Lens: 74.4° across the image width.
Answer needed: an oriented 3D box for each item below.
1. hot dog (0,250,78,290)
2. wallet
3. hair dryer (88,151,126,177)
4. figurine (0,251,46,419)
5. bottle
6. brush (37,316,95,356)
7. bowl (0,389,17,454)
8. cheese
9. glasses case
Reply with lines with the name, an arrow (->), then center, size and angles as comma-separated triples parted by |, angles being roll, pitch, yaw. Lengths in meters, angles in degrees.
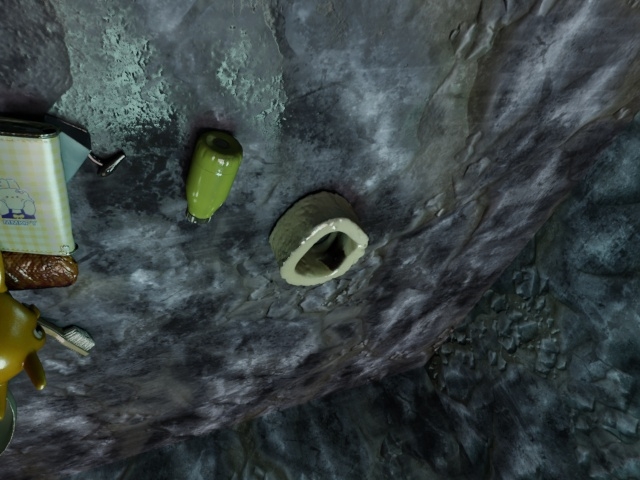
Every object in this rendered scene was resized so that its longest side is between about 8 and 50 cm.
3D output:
hot dog -> -0.759, 0.074, 1.102 | 0.227, 0.099, 0.160 | -3, 142, -24
wallet -> -0.643, -0.102, 0.878 | 0.224, 0.077, 0.309 | 2, 129, -22
hair dryer -> -0.500, -0.190, 0.962 | 0.079, 0.031, 0.083 | -40, 136, 6
figurine -> -0.814, 0.215, 0.904 | 0.268, 0.400, 0.387 | -8, 145, 26
bottle -> -0.282, -0.146, 1.070 | 0.112, 0.112, 0.260 | 1, 140, -31
brush -> -0.854, 0.294, 1.392 | 0.065, 0.070, 0.327 | -37, 147, -13
bowl -> -1.199, 0.599, 1.468 | 0.337, 0.337, 0.157 | -20, -174, -4
cheese -> 0.001, -0.002, 1.401 | 0.292, 0.153, 0.332 | 6, 138, -36
glasses case -> -0.609, -0.153, 0.934 | 0.105, 0.056, 0.266 | 38, 116, -26
